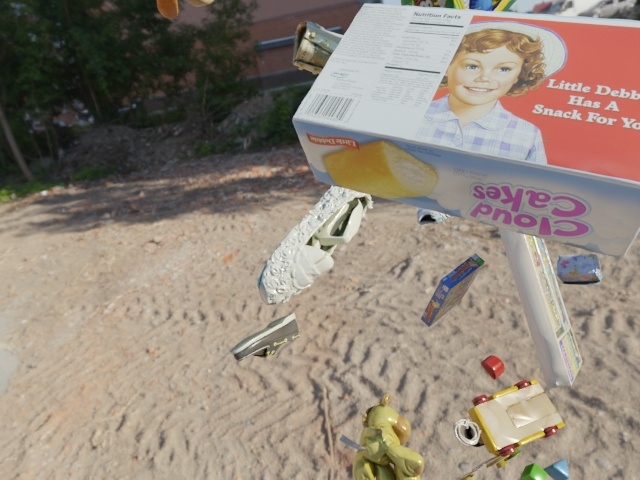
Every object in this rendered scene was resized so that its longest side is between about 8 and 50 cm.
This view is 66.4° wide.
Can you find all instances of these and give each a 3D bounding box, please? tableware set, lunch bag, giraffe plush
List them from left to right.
[{"bbox_3d":[0.155,0.480,1.190,0.181,0.210,0.170,-44,3,29],"label":"giraffe plush"},{"bbox_3d":[0.292,0.411,0.865,0.154,0.104,0.024,-3,54,-42],"label":"tableware set"},{"bbox_3d":[0.502,0.059,0.946,0.071,0.053,0.083,-3,-18,34],"label":"lunch bag"}]

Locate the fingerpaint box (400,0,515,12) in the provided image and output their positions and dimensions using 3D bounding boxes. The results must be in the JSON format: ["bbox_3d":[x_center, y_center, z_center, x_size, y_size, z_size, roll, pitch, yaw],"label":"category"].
[{"bbox_3d":[0.388,-0.743,1.302,0.163,0.371,0.445,21,55,32],"label":"fingerpaint box"}]

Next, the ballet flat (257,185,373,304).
[{"bbox_3d":[0.000,0.000,1.242,0.147,0.147,0.409,9,55,45],"label":"ballet flat"}]

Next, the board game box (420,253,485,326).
[{"bbox_3d":[0.342,0.134,1.279,0.136,0.201,0.035,-31,62,-26],"label":"board game box"}]

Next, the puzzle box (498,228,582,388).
[{"bbox_3d":[0.520,0.115,1.158,0.052,0.409,0.272,-19,-11,31],"label":"puzzle box"}]

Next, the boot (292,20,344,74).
[{"bbox_3d":[0.053,-0.315,0.914,0.203,0.095,0.262,14,40,-25],"label":"boot"}]

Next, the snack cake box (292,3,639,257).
[{"bbox_3d":[0.130,-0.104,0.404,0.264,0.089,0.152,17,65,25],"label":"snack cake box"}]

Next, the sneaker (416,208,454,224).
[{"bbox_3d":[0.416,-0.088,1.660,0.190,0.071,0.083,-17,22,27],"label":"sneaker"}]

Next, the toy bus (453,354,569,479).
[{"bbox_3d":[0.319,0.325,0.863,0.202,0.104,0.191,28,49,4],"label":"toy bus"}]

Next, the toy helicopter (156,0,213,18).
[{"bbox_3d":[-0.324,-0.628,0.988,0.140,0.355,0.235,-2,66,23],"label":"toy helicopter"}]

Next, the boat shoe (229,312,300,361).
[{"bbox_3d":[-0.126,0.248,1.200,0.081,0.069,0.227,-22,0,37],"label":"boat shoe"}]
